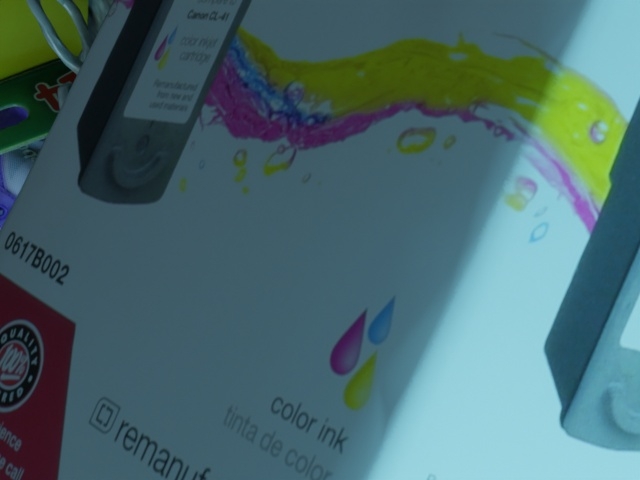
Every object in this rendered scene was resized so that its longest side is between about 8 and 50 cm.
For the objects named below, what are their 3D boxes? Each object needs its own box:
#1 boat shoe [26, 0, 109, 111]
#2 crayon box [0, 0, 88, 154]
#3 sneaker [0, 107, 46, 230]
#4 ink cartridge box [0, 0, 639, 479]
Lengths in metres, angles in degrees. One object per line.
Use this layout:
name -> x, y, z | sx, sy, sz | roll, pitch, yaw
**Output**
boat shoe -> -0.054, -0.086, 0.819 | 0.136, 0.156, 0.367 | 60, 153, 11
crayon box -> -0.276, -0.169, 1.110 | 0.318, 0.202, 0.081 | 48, 148, 29
sneaker -> -0.164, -0.009, 1.144 | 0.236, 0.104, 0.095 | 44, 145, 35
ink cartridge box -> 0.025, -0.017, 0.574 | 0.226, 0.131, 0.306 | 25, 91, 51
